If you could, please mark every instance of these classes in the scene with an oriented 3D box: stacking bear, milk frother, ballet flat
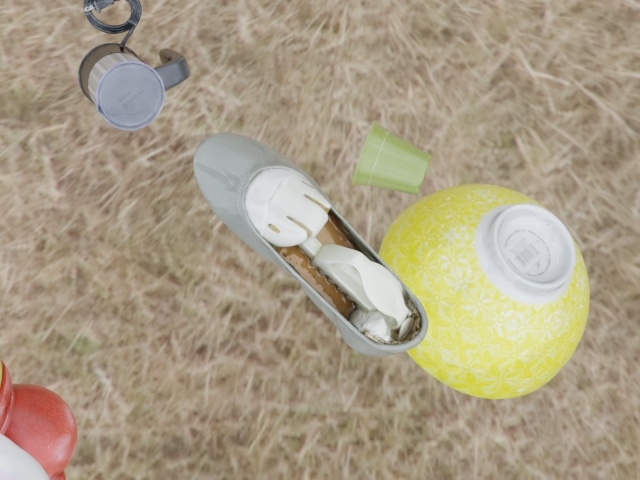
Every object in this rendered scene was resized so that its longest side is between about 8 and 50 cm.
[{"bbox_3d":[-0.367,0.157,1.272,0.289,0.175,0.164,30,122,-30],"label":"stacking bear"},{"bbox_3d":[-0.244,-0.225,1.609,0.129,0.135,0.143,-40,116,-4],"label":"milk frother"},{"bbox_3d":[0.000,0.000,0.942,0.213,0.068,0.072,47,68,-16],"label":"ballet flat"}]

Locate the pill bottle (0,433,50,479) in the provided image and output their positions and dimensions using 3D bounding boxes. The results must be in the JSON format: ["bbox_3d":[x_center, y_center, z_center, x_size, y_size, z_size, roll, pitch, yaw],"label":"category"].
[{"bbox_3d":[-0.333,0.270,0.948,0.169,0.169,0.301,29,64,-4],"label":"pill bottle"}]

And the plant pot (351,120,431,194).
[{"bbox_3d":[0.088,-0.091,1.589,0.079,0.083,0.083,20,102,3],"label":"plant pot"}]

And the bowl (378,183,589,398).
[{"bbox_3d":[0.230,0.038,1.663,0.289,0.156,0.289,10,61,-19],"label":"bowl"}]
